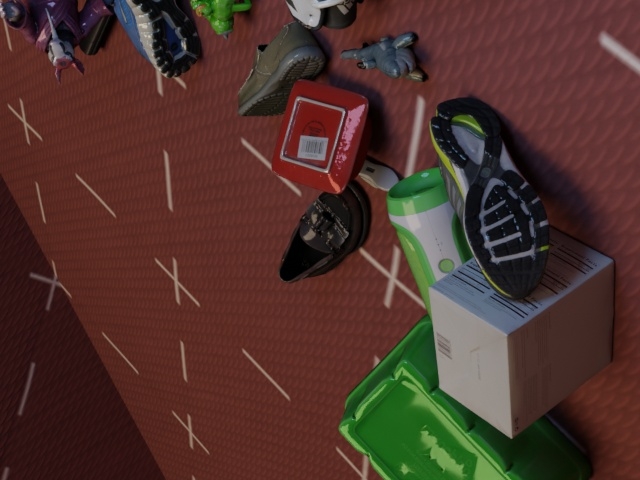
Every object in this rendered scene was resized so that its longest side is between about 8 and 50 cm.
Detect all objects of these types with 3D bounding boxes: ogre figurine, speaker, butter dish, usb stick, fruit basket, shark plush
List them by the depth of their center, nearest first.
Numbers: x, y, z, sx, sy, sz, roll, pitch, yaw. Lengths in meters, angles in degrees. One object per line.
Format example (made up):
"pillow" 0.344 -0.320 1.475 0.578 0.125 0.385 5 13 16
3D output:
"shark plush" 0.080 -0.265 1.708 0.161 0.067 0.073 33 144 42
"speaker" 0.198 0.046 1.774 0.131 0.131 0.296 8 125 58
"butter dish" 0.022 -0.157 1.885 0.160 0.118 0.160 20 95 37
"fruit basket" 0.228 0.327 1.955 0.392 0.392 0.283 49 111 19
"ogre figurine" -0.171 -0.419 1.963 0.197 0.097 0.118 -56 49 46
"usb stick" -0.460 -0.465 2.465 0.077 0.045 0.278 65 155 6

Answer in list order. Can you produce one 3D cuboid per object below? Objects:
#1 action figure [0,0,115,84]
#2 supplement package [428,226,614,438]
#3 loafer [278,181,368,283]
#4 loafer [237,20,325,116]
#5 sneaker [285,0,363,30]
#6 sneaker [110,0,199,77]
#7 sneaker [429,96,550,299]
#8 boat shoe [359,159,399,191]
"action figure" -0.526 -0.469 2.259 0.276 0.248 0.370 -18 80 60
"supplement package" 0.275 0.116 1.627 0.149 0.203 0.194 34 144 41
"loafer" 0.000 0.000 2.104 0.109 0.095 0.302 52 154 11
"loafer" -0.067 -0.276 1.954 0.251 0.094 0.087 -36 62 55
"sneaker" 0.050 -0.392 1.567 0.447 0.169 0.257 37 156 51
"sneaker" -0.333 -0.453 2.162 0.147 0.130 0.330 26 140 44
"sneaker" 0.228 -0.047 1.596 0.121 0.111 0.300 75 -178 -58
"boat shoe" 0.093 -0.099 1.913 0.100 0.035 0.035 27 168 41
